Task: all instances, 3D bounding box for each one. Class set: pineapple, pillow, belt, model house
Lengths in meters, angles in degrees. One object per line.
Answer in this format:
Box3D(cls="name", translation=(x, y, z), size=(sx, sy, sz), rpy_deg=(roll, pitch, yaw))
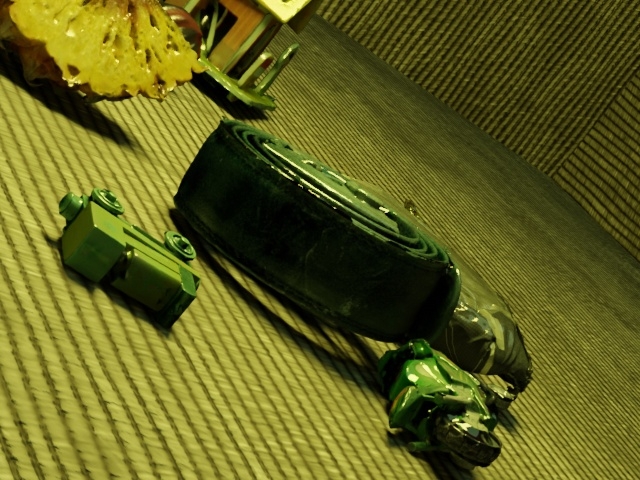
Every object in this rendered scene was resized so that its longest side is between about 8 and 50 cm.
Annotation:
Box3D(cls="pineapple", translation=(-0.255, -0.191, 1.731), size=(0.164, 0.140, 0.250), rpy_deg=(-8, -46, 42))
Box3D(cls="pillow", translation=(0.078, 0.032, 1.841), size=(0.335, 0.092, 0.161), rpy_deg=(38, 16, -1))
Box3D(cls="belt", translation=(0.000, 0.000, 1.635), size=(0.267, 0.116, 0.206), rpy_deg=(34, 11, 14))
Box3D(cls="model house", translation=(-0.106, -0.373, 2.286), size=(0.300, 0.323, 0.340), rpy_deg=(39, 6, 6))

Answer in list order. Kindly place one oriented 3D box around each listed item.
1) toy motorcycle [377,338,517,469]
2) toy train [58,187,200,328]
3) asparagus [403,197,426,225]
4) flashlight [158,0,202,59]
Box3D(cls="toy motorcycle", translation=(0.098, 0.130, 1.553), size=(0.106, 0.074, 0.190), rpy_deg=(27, 12, -6))
Box3D(cls="toy train", translation=(-0.134, 0.010, 1.337), size=(0.122, 0.050, 0.081), rpy_deg=(34, 15, -23))
Box3D(cls="asparagus", translation=(0.153, 0.007, 2.411), size=(0.023, 0.022, 0.233), rpy_deg=(-15, 37, -17))
Box3D(cls="flashlight", translation=(-0.230, -0.269, 2.158), size=(0.232, 0.093, 0.093), rpy_deg=(40, 9, 37))
